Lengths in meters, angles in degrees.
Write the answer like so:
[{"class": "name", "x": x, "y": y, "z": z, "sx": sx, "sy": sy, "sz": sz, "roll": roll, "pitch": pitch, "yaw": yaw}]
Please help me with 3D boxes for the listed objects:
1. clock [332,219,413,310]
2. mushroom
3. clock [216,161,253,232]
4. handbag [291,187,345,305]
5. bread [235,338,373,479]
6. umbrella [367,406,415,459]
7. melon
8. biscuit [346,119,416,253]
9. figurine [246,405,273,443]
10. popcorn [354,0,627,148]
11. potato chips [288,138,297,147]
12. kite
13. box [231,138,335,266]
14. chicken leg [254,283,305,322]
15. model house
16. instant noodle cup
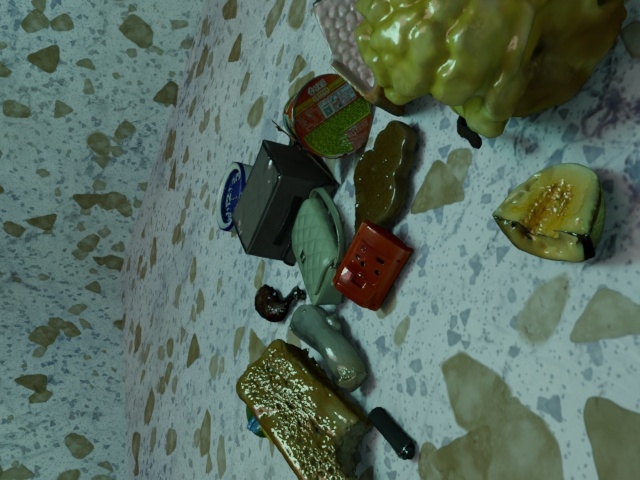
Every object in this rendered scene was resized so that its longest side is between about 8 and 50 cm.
[{"class": "clock", "x": 0.095, "y": 0.049, "z": 1.109, "sx": 0.113, "sy": 0.061, "sz": 0.155, "roll": 35, "pitch": 115, "yaw": 19}, {"class": "mushroom", "x": 0.013, "y": 0.217, "z": 1.218, "sx": 0.278, "sy": 0.099, "sz": 0.097, "roll": -139, "pitch": 45, "yaw": -55}, {"class": "clock", "x": -0.269, "y": -0.140, "z": 1.879, "sx": 0.230, "sy": 0.083, "sz": 0.231, "roll": -27, "pitch": 59, "yaw": 58}, {"class": "handbag", "x": 0.000, "y": 0.000, "z": 1.279, "sx": 0.256, "sy": 0.079, "sz": 0.219, "roll": -112, "pitch": 26, "yaw": -47}, {"class": "bread", "x": -0.018, "y": 0.363, "z": 1.154, "sx": 0.185, "sy": 0.109, "sz": 0.380, "roll": -43, "pitch": 46, "yaw": -7}, {"class": "umbrella", "x": 0.128, "y": 0.344, "z": 1.026, "sx": 0.133, "sy": 0.031, "sz": 0.036, "roll": 37, "pitch": 115, "yaw": 58}, {"class": "melon", "x": 0.325, "y": -0.036, "z": 0.760, "sx": 0.128, "sy": 0.079, "sz": 0.160, "roll": -59, "pitch": 28, "yaw": -4}, {"class": "biscuit", "x": 0.117, "y": -0.088, "z": 1.182, "sx": 0.183, "sy": 0.047, "sz": 0.320, "roll": 19, "pitch": 98, "yaw": 65}, {"class": "figurine", "x": -0.096, "y": 0.387, "z": 1.347, "sx": 0.234, "sy": 0.127, "sz": 0.185, "roll": 144, "pitch": 138, "yaw": -65}, {"class": "popcorn", "x": 0.223, "y": -0.291, "z": 0.812, "sx": 0.382, "sy": 0.348, "sz": 0.349, "roll": 73, "pitch": -173, "yaw": -58}, {"class": "potato chips", "x": -0.078, "y": -0.267, "z": 1.581, "sx": 0.202, "sy": 0.029, "sz": 0.220, "roll": -91, "pitch": 23, "yaw": -52}, {"class": "kite", "x": -0.040, "y": -0.207, "z": 1.336, "sx": 0.014, "sy": 0.241, "sz": 0.183, "roll": -48, "pitch": 4, "yaw": 5}, {"class": "box", "x": -0.104, "y": -0.097, "z": 1.449, "sx": 0.252, "sy": 0.153, "sz": 0.188, "roll": -62, "pitch": 33, "yaw": 26}, {"class": "chicken leg", "x": -0.116, "y": 0.167, "z": 1.524, "sx": 0.253, "sy": 0.051, "sz": 0.106, "roll": -8, "pitch": 68, "yaw": 58}, {"class": "model house", "x": 0.147, "y": -0.378, "z": 1.106, "sx": 0.236, "sy": 0.202, "sz": 0.238, "roll": -20, "pitch": 84, "yaw": 19}, {"class": "instant noodle cup", "x": -0.003, "y": -0.292, "z": 1.356, "sx": 0.212, "sy": 0.192, "sz": 0.193, "roll": -147, "pitch": 70, "yaw": -69}]
